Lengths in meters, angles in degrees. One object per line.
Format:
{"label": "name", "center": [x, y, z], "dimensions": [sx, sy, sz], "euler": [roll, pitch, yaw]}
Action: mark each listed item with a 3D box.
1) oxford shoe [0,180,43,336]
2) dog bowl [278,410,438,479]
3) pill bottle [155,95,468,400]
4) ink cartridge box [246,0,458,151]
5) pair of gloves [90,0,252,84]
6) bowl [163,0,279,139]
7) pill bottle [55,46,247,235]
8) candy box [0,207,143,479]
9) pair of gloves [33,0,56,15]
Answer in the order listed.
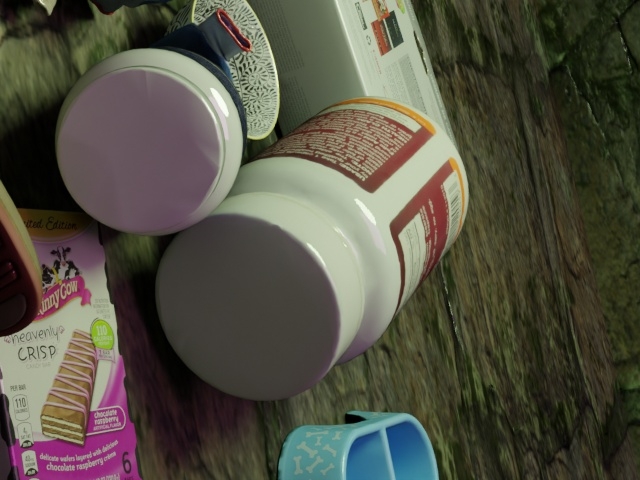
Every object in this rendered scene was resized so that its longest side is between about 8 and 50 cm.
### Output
{"label": "oxford shoe", "center": [-0.289, -0.094, 0.918], "dimensions": [0.348, 0.123, 0.130], "euler": [59, 24, -16]}
{"label": "dog bowl", "center": [0.054, 0.279, 1.522], "dimensions": [0.297, 0.074, 0.166], "euler": [0, 77, -65]}
{"label": "pill bottle", "center": [0.000, 0.000, 1.379], "dimensions": [0.392, 0.224, 0.224], "euler": [-42, 115, -61]}
{"label": "ink cartridge box", "center": [0.045, -0.200, 1.681], "dimensions": [0.272, 0.130, 0.309], "euler": [-41, 115, -63]}
{"label": "pair of gloves", "center": [-0.143, -0.210, 1.243], "dimensions": [0.198, 0.159, 0.023], "euler": [48, 59, -15]}
{"label": "bowl", "center": [-0.119, -0.178, 1.391], "dimensions": [0.170, 0.080, 0.170], "euler": [41, 42, -51]}
{"label": "pill bottle", "center": [-0.139, -0.086, 1.116], "dimensions": [0.264, 0.153, 0.153], "euler": [-107, 178, -81]}
{"label": "candy box", "center": [-0.226, 0.094, 1.042], "dimensions": [0.159, 0.071, 0.233], "euler": [1, 76, -64]}
{"label": "pair of gloves", "center": [-0.286, -0.327, 1.165], "dimensions": [0.240, 0.042, 0.204], "euler": [58, 24, -46]}
